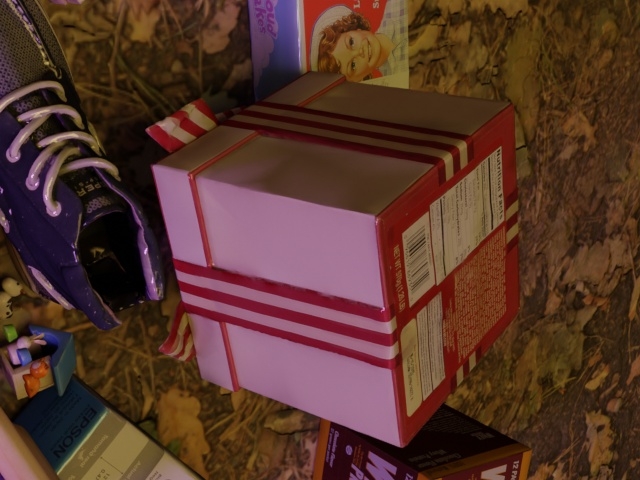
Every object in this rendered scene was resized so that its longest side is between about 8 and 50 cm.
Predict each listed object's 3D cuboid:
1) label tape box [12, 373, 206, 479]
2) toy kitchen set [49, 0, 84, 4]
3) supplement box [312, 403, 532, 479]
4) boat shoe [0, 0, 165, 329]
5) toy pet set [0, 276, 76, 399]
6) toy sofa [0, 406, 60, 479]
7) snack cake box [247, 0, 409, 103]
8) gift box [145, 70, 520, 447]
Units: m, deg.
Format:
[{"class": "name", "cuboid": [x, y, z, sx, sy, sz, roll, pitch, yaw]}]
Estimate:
[{"class": "label tape box", "cuboid": [-0.215, 0.329, 0.964, 0.249, 0.115, 0.348, -51, 130, -15]}, {"class": "toy kitchen set", "cuboid": [-0.215, -0.246, 0.781, 0.075, 0.083, 0.068, -52, 132, -15]}, {"class": "supplement box", "cuboid": [0.124, 0.299, 1.198, 0.191, 0.194, 0.129, -3, 107, -41]}, {"class": "boat shoe", "cuboid": [-0.223, -0.083, 0.780, 0.127, 0.158, 0.341, -36, 126, -28]}, {"class": "toy pet set", "cuboid": [-0.250, 0.091, 0.848, 0.065, 0.122, 0.114, -22, 138, -27]}, {"class": "toy sofa", "cuboid": [-0.352, 0.291, 0.710, 0.362, 0.150, 0.177, -37, 166, -11]}, {"class": "snack cake box", "cuboid": [0.010, -0.197, 0.996, 0.152, 0.089, 0.265, -18, 116, -34]}, {"class": "gift box", "cuboid": [0.000, 0.000, 0.826, 0.276, 0.258, 0.255, -33, 127, -44]}]
